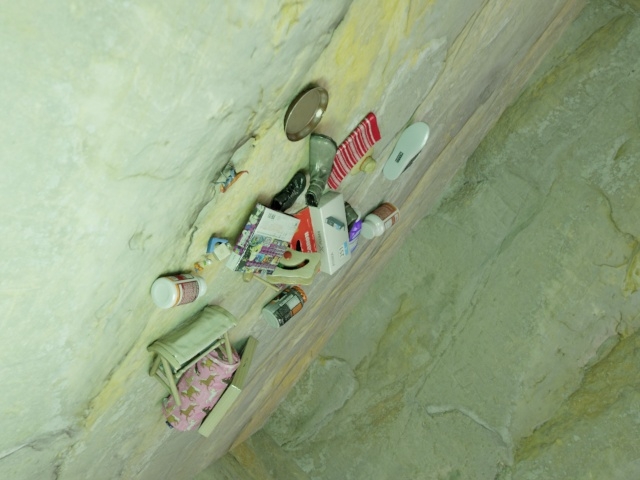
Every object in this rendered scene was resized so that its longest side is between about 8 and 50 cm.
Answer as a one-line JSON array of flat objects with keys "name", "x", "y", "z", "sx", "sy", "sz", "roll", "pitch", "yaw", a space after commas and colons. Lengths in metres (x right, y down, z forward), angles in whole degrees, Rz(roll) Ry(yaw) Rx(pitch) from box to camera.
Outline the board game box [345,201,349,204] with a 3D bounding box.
[{"name": "board game box", "x": 0.053, "y": -0.073, "z": 2.116, "sx": 0.126, "sy": 0.026, "sz": 0.186, "roll": -34, "pitch": 157, "yaw": -38}]

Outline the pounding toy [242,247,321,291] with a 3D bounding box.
[{"name": "pounding toy", "x": -0.133, "y": 0.085, "z": 1.752, "sx": 0.155, "sy": 0.270, "sz": 0.154, "roll": 91, "pitch": 3, "yaw": -63}]

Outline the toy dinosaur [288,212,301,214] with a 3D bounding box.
[{"name": "toy dinosaur", "x": -0.167, "y": -0.041, "z": 1.629, "sx": 0.211, "sy": 0.064, "sz": 0.112, "roll": -41, "pitch": 177, "yaw": 4}]

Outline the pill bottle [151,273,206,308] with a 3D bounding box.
[{"name": "pill bottle", "x": -0.391, "y": 0.138, "z": 1.385, "sx": 0.086, "sy": 0.086, "sz": 0.152, "roll": -55, "pitch": 161, "yaw": 17}]

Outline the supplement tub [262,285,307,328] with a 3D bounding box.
[{"name": "supplement tub", "x": -0.156, "y": 0.292, "z": 2.203, "sx": 0.190, "sy": 0.117, "sz": 0.117, "roll": -38, "pitch": 159, "yaw": -32}]

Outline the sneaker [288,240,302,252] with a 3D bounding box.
[{"name": "sneaker", "x": -0.050, "y": 0.010, "z": 1.929, "sx": 0.275, "sy": 0.107, "sz": 0.110, "roll": -42, "pitch": 149, "yaw": -28}]

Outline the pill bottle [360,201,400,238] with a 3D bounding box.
[{"name": "pill bottle", "x": 0.295, "y": -0.097, "z": 2.492, "sx": 0.216, "sy": 0.121, "sz": 0.121, "roll": -36, "pitch": 157, "yaw": -36}]

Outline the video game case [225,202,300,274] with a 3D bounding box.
[{"name": "video game case", "x": -0.170, "y": 0.003, "z": 1.522, "sx": 0.210, "sy": 0.042, "sz": 0.232, "roll": -63, "pitch": 156, "yaw": 6}]

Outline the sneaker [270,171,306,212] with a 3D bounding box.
[{"name": "sneaker", "x": -0.109, "y": -0.136, "z": 1.563, "sx": 0.089, "sy": 0.051, "sz": 0.170, "roll": -31, "pitch": 158, "yaw": -55}]

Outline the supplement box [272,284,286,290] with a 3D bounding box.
[{"name": "supplement box", "x": -0.163, "y": 0.167, "z": 2.056, "sx": 0.083, "sy": 0.043, "sz": 0.055, "roll": -58, "pitch": 161, "yaw": 21}]

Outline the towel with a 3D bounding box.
[{"name": "towel", "x": 0.112, "y": -0.314, "z": 1.768, "sx": 0.275, "sy": 0.031, "sz": 0.199, "roll": -49, "pitch": 161, "yaw": -3}]

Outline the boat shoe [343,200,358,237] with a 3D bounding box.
[{"name": "boat shoe", "x": 0.087, "y": -0.032, "z": 2.075, "sx": 0.112, "sy": 0.095, "sz": 0.335, "roll": -40, "pitch": 160, "yaw": -27}]

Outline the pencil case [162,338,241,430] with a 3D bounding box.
[{"name": "pencil case", "x": -0.466, "y": 0.560, "z": 1.928, "sx": 0.167, "sy": 0.160, "sz": 0.386, "roll": 14, "pitch": 116, "yaw": -52}]

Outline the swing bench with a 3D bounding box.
[{"name": "swing bench", "x": -0.423, "y": 0.359, "z": 1.642, "sx": 0.253, "sy": 0.165, "sz": 0.254, "roll": -34, "pitch": 151, "yaw": -39}]

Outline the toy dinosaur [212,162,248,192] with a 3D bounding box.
[{"name": "toy dinosaur", "x": -0.223, "y": -0.152, "z": 1.229, "sx": 0.047, "sy": 0.090, "sz": 0.082, "roll": 119, "pitch": -26, "yaw": -60}]

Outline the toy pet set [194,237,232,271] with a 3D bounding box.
[{"name": "toy pet set", "x": -0.315, "y": 0.029, "z": 1.430, "sx": 0.122, "sy": 0.065, "sz": 0.114, "roll": -38, "pitch": -166, "yaw": -25}]

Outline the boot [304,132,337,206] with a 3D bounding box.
[{"name": "boot", "x": -0.006, "y": -0.205, "z": 1.518, "sx": 0.246, "sy": 0.083, "sz": 0.161, "roll": 81, "pitch": 24, "yaw": -69}]

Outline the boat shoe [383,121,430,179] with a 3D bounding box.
[{"name": "boat shoe", "x": 0.385, "y": -0.390, "z": 2.143, "sx": 0.102, "sy": 0.108, "sz": 0.301, "roll": -29, "pitch": 155, "yaw": -48}]

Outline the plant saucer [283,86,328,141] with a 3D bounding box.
[{"name": "plant saucer", "x": -0.044, "y": -0.344, "z": 1.337, "sx": 0.168, "sy": 0.029, "sz": 0.168, "roll": -44, "pitch": 162, "yaw": -19}]

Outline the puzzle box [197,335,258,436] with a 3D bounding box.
[{"name": "puzzle box", "x": -0.389, "y": 0.615, "z": 2.134, "sx": 0.272, "sy": 0.052, "sz": 0.409, "roll": -55, "pitch": -173, "yaw": 15}]

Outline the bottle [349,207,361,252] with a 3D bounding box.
[{"name": "bottle", "x": 0.131, "y": -0.043, "z": 2.253, "sx": 0.118, "sy": 0.092, "sz": 0.283, "roll": -46, "pitch": 162, "yaw": -28}]

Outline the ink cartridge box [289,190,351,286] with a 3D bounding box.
[{"name": "ink cartridge box", "x": 0.000, "y": 0.000, "z": 1.862, "sx": 0.261, "sy": 0.066, "sz": 0.296, "roll": -37, "pitch": 129, "yaw": -38}]

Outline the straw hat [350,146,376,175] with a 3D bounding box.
[{"name": "straw hat", "x": 0.184, "y": -0.295, "z": 1.927, "sx": 0.144, "sy": 0.061, "sz": 0.144, "roll": -44, "pitch": 162, "yaw": -18}]
